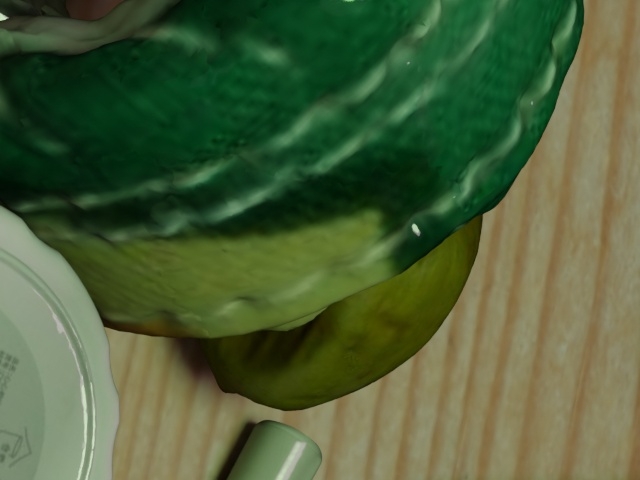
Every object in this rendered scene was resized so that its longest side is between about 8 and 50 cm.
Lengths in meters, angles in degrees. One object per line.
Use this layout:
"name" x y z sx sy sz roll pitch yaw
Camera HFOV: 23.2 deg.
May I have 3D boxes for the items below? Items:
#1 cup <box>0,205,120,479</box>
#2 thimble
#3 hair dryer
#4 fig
"cup" -0.162 0.066 0.526 0.221 0.202 0.166 36 69 -36
"thimble" -0.053 -0.108 0.567 0.254 0.288 0.167 -41 144 -5
"hair dryer" -0.008 0.148 0.802 0.124 0.038 0.063 50 62 -42
"fig" 0.000 0.000 0.731 0.154 0.144 0.165 37 72 -79
